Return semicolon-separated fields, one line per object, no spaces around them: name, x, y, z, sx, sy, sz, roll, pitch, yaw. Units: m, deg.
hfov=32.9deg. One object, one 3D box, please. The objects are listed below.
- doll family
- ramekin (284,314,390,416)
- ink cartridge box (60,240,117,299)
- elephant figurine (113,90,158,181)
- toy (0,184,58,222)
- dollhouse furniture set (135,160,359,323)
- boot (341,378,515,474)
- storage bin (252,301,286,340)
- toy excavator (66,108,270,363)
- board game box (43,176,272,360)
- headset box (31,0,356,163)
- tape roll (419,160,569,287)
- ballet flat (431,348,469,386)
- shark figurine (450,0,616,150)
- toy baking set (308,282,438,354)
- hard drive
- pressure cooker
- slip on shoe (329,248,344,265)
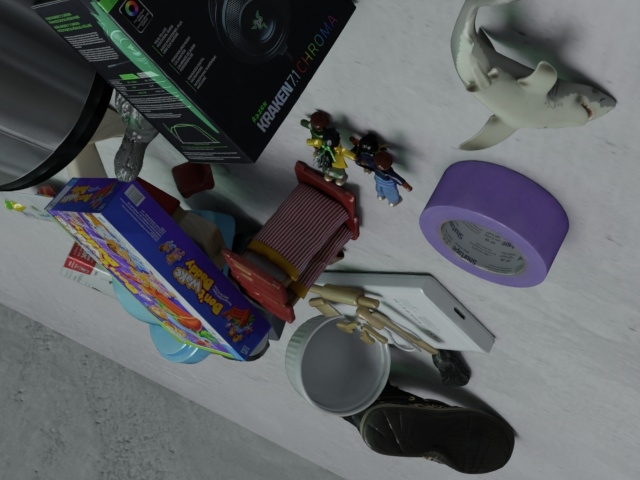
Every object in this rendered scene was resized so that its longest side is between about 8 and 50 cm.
doll family;0.049;-0.118;1.525;0.193;0.076;0.111;18;152;16
ramekin;0.026;0.243;2.178;0.207;0.207;0.109;40;165;-23
ink cartridge box;-0.431;0.066;2.440;0.273;0.114;0.197;24;160;-11
elephant figurine;-0.206;-0.215;1.398;0.169;0.239;0.186;7;149;46
toy;-0.613;-0.088;2.453;0.237;0.056;0.137;5;156;27
dollhouse furniture set;-0.143;-0.050;1.763;0.374;0.201;0.152;29;160;20
boot;0.201;0.383;2.328;0.377;0.138;0.284;10;-174;-26
storage bin;-0.136;0.175;2.392;0.091;0.098;0.135;11;154;18
toy excavator;-0.303;0.003;1.988;0.445;0.432;0.222;11;175;-40
board game box;-0.265;0.044;1.764;0.347;0.078;0.233;49;157;-26
headset box;-0.136;-0.265;1.192;0.131;0.246;0.283;5;146;49
tape roll;0.236;-0.020;1.479;0.189;0.080;0.189;25;158;11
ballet flat;0.256;0.246;2.113;0.058;0.049;0.173;-12;149;12
shark figurine;0.180;-0.202;1.134;0.166;0.116;0.278;-23;141;23
toy baking set;0.093;0.144;1.994;0.256;0.030;0.197;9;153;43
hard drive;0.146;0.130;1.983;0.203;0.040;0.308;43;156;-29
pressure cooker;-0.484;-0.252;1.440;0.370;0.375;0.420;12;174;27
slip on shoe;0.000;0.000;1.878;0.041;0.051;0.135;-7;143;23
